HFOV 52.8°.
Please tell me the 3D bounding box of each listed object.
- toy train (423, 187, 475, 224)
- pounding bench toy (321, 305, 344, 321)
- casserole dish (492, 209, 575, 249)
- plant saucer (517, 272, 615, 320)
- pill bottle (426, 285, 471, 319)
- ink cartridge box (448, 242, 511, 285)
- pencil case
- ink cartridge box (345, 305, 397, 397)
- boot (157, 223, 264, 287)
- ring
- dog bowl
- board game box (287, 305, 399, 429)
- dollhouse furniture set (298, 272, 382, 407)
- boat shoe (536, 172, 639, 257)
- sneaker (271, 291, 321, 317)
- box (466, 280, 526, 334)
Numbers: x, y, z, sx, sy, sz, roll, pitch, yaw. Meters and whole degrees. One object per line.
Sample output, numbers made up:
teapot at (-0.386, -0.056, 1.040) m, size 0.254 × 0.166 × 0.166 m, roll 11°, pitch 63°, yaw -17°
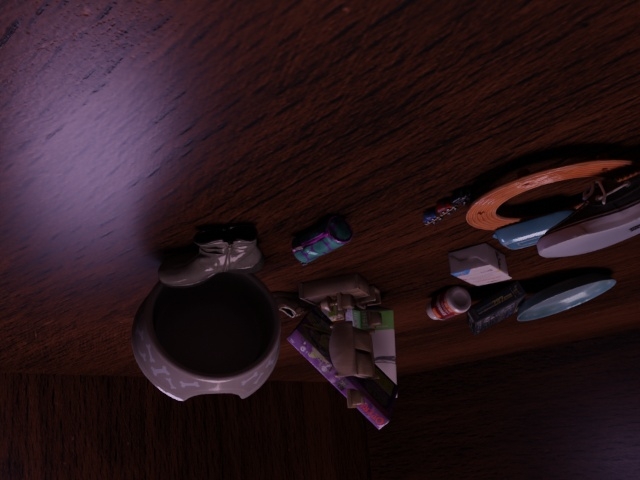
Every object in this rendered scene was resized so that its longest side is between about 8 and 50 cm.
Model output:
toy train at (0.253, -0.067, 1.299) m, size 0.036 × 0.027 × 0.158 m, roll 7°, pitch 157°, yaw -24°
pounding bench toy at (0.027, 0.228, 2.053) m, size 0.083 × 0.052 × 0.065 m, roll -13°, pitch 160°, yaw 21°
casserole dish at (0.465, -0.019, 1.380) m, size 0.189 × 0.036 × 0.114 m, roll -19°, pitch 162°, yaw 28°
plant saucer at (0.766, 0.175, 2.033) m, size 0.318 × 0.043 × 0.317 m, roll -16°, pitch 157°, yaw -7°
pill bottle at (0.397, 0.201, 2.022) m, size 0.086 × 0.086 × 0.152 m, roll 2°, pitch 159°, yaw -21°
ink cartridge box at (0.416, 0.066, 1.672) m, size 0.104 × 0.061 × 0.181 m, roll -16°, pitch 158°, yaw 30°
pencil case at (0.000, 0.000, 1.366) m, size 0.070 × 0.064 × 0.152 m, roll -11°, pitch 168°, yaw -40°
ink cartridge box at (0.157, 0.348, 2.030) m, size 0.115 × 0.272 × 0.198 m, roll -2°, pitch 178°, yaw -10°
boot at (-0.245, 0.022, 1.373) m, size 0.247 × 0.083 × 0.161 m, roll -11°, pitch 154°, yaw 1°
ring at (0.448, -0.091, 1.253) m, size 0.337 × 0.032 × 0.336 m, roll -8°, pitch 163°, yaw -2°
dog bowl at (-0.250, 0.196, 1.477) m, size 0.349 × 0.348 × 0.102 m, roll 2°, pitch 145°, yaw -19°
board game box at (0.070, 0.345, 1.797) m, size 0.056 × 0.347 × 0.208 m, roll -46°, pitch 179°, yaw 15°
dollhouse furniture set at (0.059, 0.288, 1.772) m, size 0.174 × 0.355 × 0.303 m, roll -12°, pitch 161°, yaw 20°
boat shoe at (0.527, -0.064, 1.153) m, size 0.306 × 0.104 × 0.113 m, roll -29°, pitch 150°, yaw 33°
sneaker at (-0.070, 0.196, 1.904) m, size 0.189 × 0.071 × 0.066 m, roll 7°, pitch 157°, yaw -31°
box at (0.563, 0.221, 2.077) m, size 0.183 × 0.059 × 0.232 m, roll -29°, pitch 159°, yaw 3°
